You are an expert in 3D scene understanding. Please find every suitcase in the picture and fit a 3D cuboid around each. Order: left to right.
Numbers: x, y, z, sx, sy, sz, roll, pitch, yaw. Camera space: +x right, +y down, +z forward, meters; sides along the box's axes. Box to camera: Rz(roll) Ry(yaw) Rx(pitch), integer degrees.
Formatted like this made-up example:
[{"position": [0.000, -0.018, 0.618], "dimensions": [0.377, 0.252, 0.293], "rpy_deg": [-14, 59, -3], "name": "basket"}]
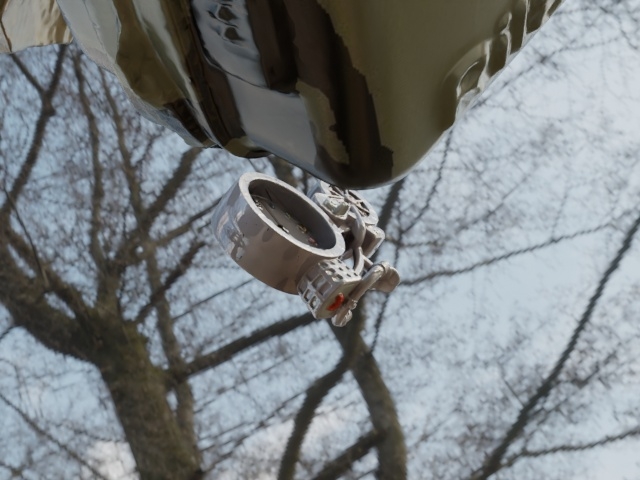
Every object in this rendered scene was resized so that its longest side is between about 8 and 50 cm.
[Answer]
[{"position": [0.040, -0.218, 0.340], "dimensions": [0.351, 0.194, 0.339], "rpy_deg": [-49, -28, -21], "name": "suitcase"}]

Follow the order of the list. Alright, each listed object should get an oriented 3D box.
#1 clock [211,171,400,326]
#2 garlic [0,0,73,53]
[{"position": [0.000, 0.000, 0.561], "dimensions": [0.041, 0.087, 0.129], "rpy_deg": [-53, -16, 21], "name": "clock"}, {"position": [-0.294, -0.219, 0.721], "dimensions": [0.325, 0.279, 0.132], "rpy_deg": [21, -78, 8], "name": "garlic"}]
